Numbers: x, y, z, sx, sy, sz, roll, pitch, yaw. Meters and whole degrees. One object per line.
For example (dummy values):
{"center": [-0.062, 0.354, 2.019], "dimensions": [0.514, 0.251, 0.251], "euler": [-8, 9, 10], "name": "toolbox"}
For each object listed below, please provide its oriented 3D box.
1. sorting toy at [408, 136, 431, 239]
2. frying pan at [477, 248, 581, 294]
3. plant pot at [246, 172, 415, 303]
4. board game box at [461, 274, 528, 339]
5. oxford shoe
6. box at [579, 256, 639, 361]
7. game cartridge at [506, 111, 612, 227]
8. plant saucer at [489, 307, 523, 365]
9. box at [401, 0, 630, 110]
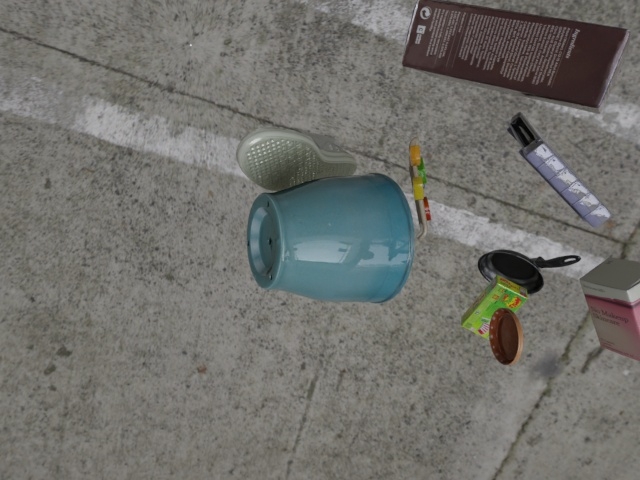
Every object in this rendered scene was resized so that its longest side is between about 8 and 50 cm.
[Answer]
{"center": [0.231, -0.116, 1.104], "dimensions": [0.041, 0.307, 0.229], "euler": [-6, 89, 10], "name": "sorting toy"}
{"center": [0.582, 0.061, 1.397], "dimensions": [0.197, 0.326, 0.053], "euler": [30, 62, 10], "name": "frying pan"}
{"center": [0.000, 0.000, 0.948], "dimensions": [0.255, 0.271, 0.272], "euler": [-2, 113, -27], "name": "plant pot"}
{"center": [0.480, 0.188, 1.338], "dimensions": [0.092, 0.043, 0.181], "euler": [26, 125, -1], "name": "board game box"}
{"center": [-0.062, -0.215, 1.207], "dimensions": [0.169, 0.130, 0.449], "euler": [-42, 162, 26], "name": "oxford shoe"}
{"center": [0.816, 0.182, 1.272], "dimensions": [0.127, 0.148, 0.232], "euler": [-30, 106, -14], "name": "box"}
{"center": [0.549, -0.177, 1.138], "dimensions": [0.068, 0.355, 0.230], "euler": [-38, 100, 26], "name": "game cartridge"}
{"center": [0.274, 0.141, 0.708], "dimensions": [0.013, 0.083, 0.083], "euler": [1, 111, -10], "name": "plant saucer"}
{"center": [0.379, -0.365, 0.954], "dimensions": [0.191, 0.381, 0.143], "euler": [-17, 124, -57], "name": "box"}
